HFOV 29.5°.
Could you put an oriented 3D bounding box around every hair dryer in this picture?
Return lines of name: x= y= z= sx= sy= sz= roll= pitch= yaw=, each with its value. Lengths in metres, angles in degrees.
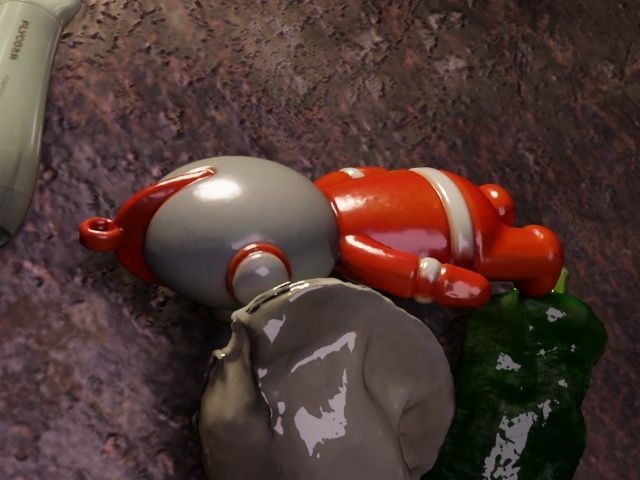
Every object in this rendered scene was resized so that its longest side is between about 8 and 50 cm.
hair dryer: x=-0.298 y=-0.111 z=0.821 sx=0.237 sy=0.075 sz=0.206 roll=12 pitch=64 yaw=-10

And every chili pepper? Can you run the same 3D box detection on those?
chili pepper: x=0.145 y=0.141 z=0.904 sx=0.136 sy=0.099 sz=0.271 roll=18 pitch=73 yaw=-1

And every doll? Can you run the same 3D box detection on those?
doll: x=0.000 y=0.000 z=0.853 sx=0.336 sy=0.200 sz=0.105 roll=1 pitch=117 yaw=-22

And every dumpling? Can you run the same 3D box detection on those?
dumpling: x=0.012 y=0.132 z=0.796 sx=0.172 sy=0.247 sz=0.142 roll=-12 pitch=36 yaw=-22
